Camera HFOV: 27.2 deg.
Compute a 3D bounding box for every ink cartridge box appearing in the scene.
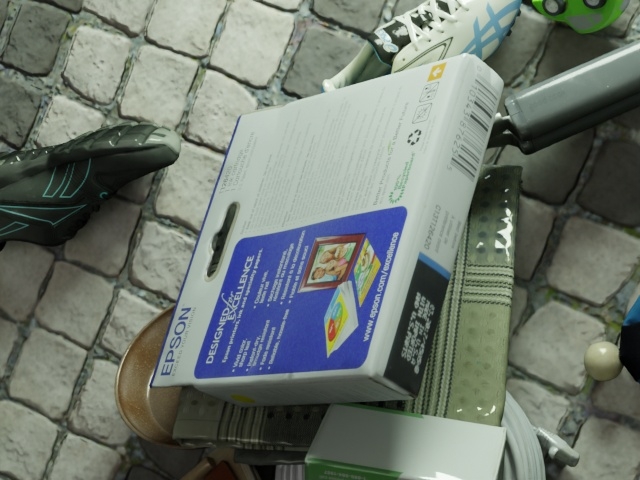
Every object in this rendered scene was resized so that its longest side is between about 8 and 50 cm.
[{"bbox_3d":[0.072,0.255,1.124,0.154,0.093,0.212,7,120,14],"label":"ink cartridge box"},{"bbox_3d":[0.000,0.000,1.182,0.307,0.072,0.304,-11,56,50],"label":"ink cartridge box"}]

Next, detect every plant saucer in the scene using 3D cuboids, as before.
[{"bbox_3d":[-0.107,0.133,1.320,0.198,0.036,0.199,-10,46,11],"label":"plant saucer"}]

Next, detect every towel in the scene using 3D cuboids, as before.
[{"bbox_3d":[0.031,0.065,1.253,0.312,0.056,0.324,1,58,17],"label":"towel"}]

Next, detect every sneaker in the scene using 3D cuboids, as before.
[{"bbox_3d":[-0.266,-0.057,1.412,0.267,0.101,0.106,-12,104,17],"label":"sneaker"},{"bbox_3d":[0.103,-0.195,1.282,0.237,0.086,0.085,-42,55,12],"label":"sneaker"}]

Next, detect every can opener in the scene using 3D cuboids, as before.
[{"bbox_3d":[0.191,-0.135,1.239,0.283,0.076,0.095,-24,72,4],"label":"can opener"}]

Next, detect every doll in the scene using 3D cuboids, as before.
[{"bbox_3d":[0.335,0.100,1.209,0.189,0.046,0.129,-11,82,17],"label":"doll"}]

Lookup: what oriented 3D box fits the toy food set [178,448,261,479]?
[{"bbox_3d":[-0.162,0.336,1.289,0.306,0.092,0.220,-41,48,12],"label":"toy food set"}]

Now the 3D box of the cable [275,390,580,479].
[{"bbox_3d":[0.083,0.229,1.262,0.257,0.089,0.257,42,99,17],"label":"cable"}]

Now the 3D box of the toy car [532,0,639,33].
[{"bbox_3d":[0.302,-0.227,1.211,0.225,0.239,0.053,-1,124,42],"label":"toy car"}]
